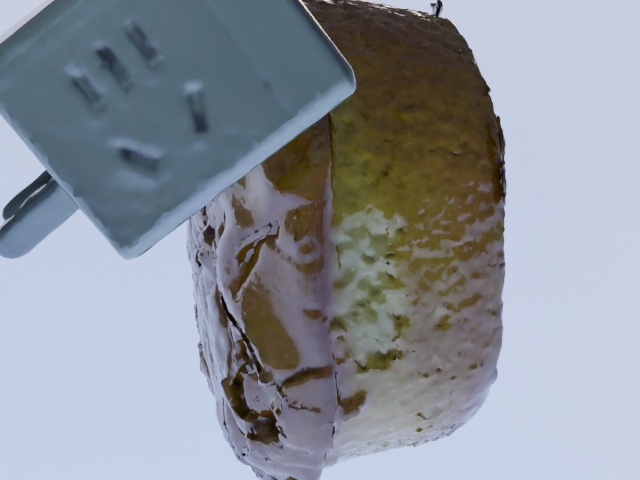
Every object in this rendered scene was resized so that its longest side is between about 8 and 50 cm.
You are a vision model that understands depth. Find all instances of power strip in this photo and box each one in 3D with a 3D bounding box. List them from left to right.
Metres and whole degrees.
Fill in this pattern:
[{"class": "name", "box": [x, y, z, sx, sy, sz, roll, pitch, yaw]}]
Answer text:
[{"class": "power strip", "box": [-0.111, -0.083, 0.754, 0.224, 0.140, 0.139, -37, -163, 4]}]

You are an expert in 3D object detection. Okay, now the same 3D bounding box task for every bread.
[{"class": "bread", "box": [0.000, 0.000, 1.049, 0.215, 0.398, 0.398, -5, -155, -13]}]
